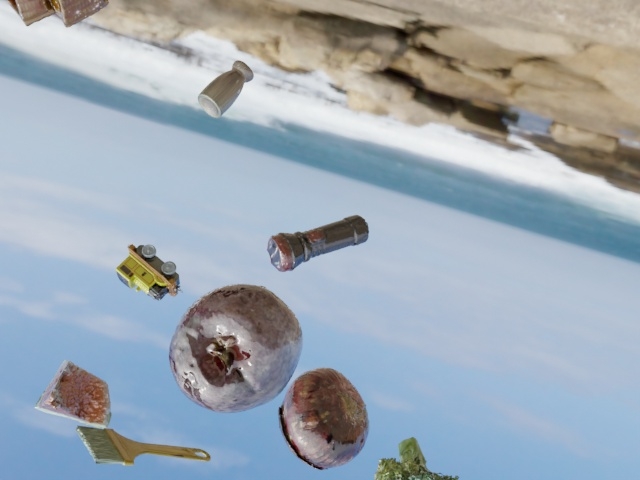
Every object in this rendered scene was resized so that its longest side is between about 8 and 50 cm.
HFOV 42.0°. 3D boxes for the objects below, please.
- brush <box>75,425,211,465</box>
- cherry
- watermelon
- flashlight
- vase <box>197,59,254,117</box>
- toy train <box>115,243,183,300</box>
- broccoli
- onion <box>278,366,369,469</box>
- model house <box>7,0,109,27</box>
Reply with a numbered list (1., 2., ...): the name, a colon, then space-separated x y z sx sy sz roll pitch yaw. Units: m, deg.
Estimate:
1. brush: -0.237 0.294 1.169 0.205 0.011 0.083 18 -170 -40
2. cherry: -0.116 0.156 1.191 0.195 0.195 0.195 16 -176 -1
3. watermelon: -0.430 0.245 1.390 0.121 0.098 0.158 6 162 24
4. flashlight: 0.000 0.000 1.848 0.232 0.093 0.093 -18 -161 -24
5. vase: -0.160 -0.261 1.427 0.053 0.101 0.053 30 154 17
6. toy train: -0.485 0.096 2.357 0.219 0.127 0.089 38 156 14
7. broccoli: 0.190 0.496 1.722 0.194 0.219 0.194 40 -153 -25
8. onion: 0.006 0.434 2.020 0.246 0.190 0.246 31 -142 -28
9. model house: -0.655 -0.623 2.012 0.229 0.199 0.219 58 158 -14
